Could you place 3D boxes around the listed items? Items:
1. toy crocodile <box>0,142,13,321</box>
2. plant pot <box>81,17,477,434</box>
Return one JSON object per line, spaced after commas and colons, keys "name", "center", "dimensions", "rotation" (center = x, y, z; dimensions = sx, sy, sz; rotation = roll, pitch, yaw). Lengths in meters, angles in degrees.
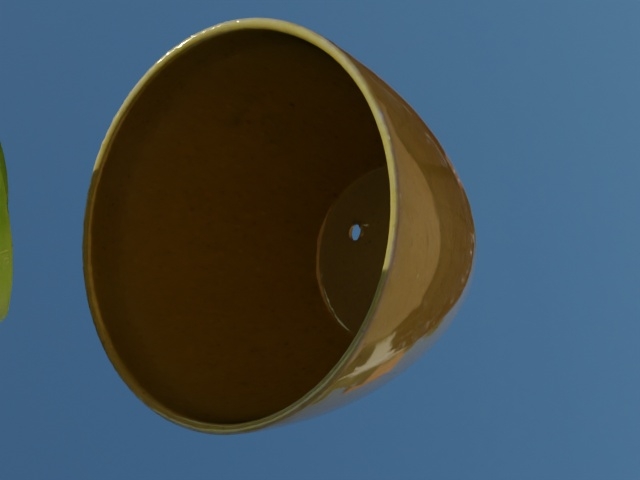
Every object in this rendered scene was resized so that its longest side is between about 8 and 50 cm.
{"name": "toy crocodile", "center": [-0.197, 0.029, 0.610], "dimensions": [0.115, 0.340, 0.105], "rotation": [-15, -102, -43]}
{"name": "plant pot", "center": [0.000, 0.000, 0.604], "dimensions": [0.095, 0.134, 0.134], "rotation": [10, -110, -50]}
